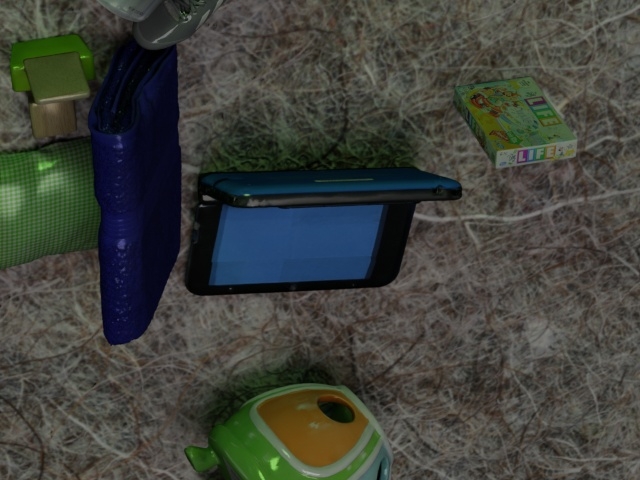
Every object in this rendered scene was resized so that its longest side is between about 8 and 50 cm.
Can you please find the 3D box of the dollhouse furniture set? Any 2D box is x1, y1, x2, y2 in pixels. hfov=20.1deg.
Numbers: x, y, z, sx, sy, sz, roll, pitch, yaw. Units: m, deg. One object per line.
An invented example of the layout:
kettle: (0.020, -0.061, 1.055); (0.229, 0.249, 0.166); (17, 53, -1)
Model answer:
dollhouse furniture set: (-0.336, -0.060, 2.070); (0.197, 0.151, 0.301); (-10, 128, -12)

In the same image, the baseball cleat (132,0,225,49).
baseball cleat: (-0.128, -0.291, 1.999); (0.206, 0.109, 0.072); (-40, 87, -3)

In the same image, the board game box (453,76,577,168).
board game box: (0.237, -0.146, 2.207); (0.103, 0.154, 0.026); (-9, 127, -14)

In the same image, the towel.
towel: (-0.220, -0.060, 2.082); (0.076, 0.227, 0.308); (8, 127, 8)

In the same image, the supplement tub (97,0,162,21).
supplement tub: (-0.176, -0.339, 1.944); (0.117, 0.117, 0.190); (32, 110, -34)

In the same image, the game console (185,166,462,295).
game console: (0.000, 0.000, 2.229); (0.293, 0.250, 0.173); (-3, 99, -18)

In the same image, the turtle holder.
turtle holder: (-0.011, 0.335, 2.424); (0.227, 0.243, 0.320); (-37, 121, -13)
